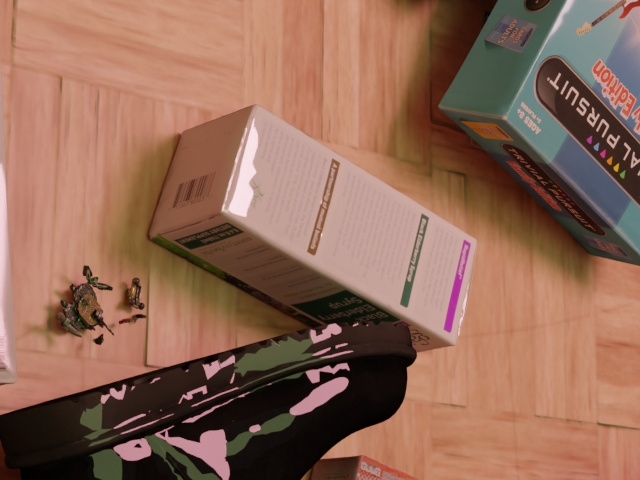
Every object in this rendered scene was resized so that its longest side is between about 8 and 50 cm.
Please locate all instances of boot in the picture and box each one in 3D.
[{"bbox_3d":[-0.052,0.207,1.187,0.348,0.131,0.260,-14,87,-36],"label":"boot"}]

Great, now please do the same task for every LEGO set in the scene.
[{"bbox_3d":[-0.158,0.047,1.209,0.083,0.023,0.054,18,71,-50],"label":"LEGO set"}]

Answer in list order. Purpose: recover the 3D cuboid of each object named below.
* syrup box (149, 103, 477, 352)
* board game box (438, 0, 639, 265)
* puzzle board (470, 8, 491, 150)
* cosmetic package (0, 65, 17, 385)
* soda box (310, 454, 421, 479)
[{"bbox_3d":[0.000,0.000,1.300,0.237,0.093,0.096,31,61,-32],"label":"syrup box"},{"bbox_3d":[0.272,-0.184,1.491,0.254,0.079,0.336,39,74,-40],"label":"board game box"},{"bbox_3d":[0.171,-0.130,1.529,0.096,0.011,0.128,18,69,-35],"label":"puzzle board"},{"bbox_3d":[-0.246,-0.023,1.096,0.060,0.099,0.239,2,78,-37],"label":"cosmetic package"},{"bbox_3d":[0.074,0.224,1.336,0.183,0.058,0.063,28,64,-32],"label":"soda box"}]
